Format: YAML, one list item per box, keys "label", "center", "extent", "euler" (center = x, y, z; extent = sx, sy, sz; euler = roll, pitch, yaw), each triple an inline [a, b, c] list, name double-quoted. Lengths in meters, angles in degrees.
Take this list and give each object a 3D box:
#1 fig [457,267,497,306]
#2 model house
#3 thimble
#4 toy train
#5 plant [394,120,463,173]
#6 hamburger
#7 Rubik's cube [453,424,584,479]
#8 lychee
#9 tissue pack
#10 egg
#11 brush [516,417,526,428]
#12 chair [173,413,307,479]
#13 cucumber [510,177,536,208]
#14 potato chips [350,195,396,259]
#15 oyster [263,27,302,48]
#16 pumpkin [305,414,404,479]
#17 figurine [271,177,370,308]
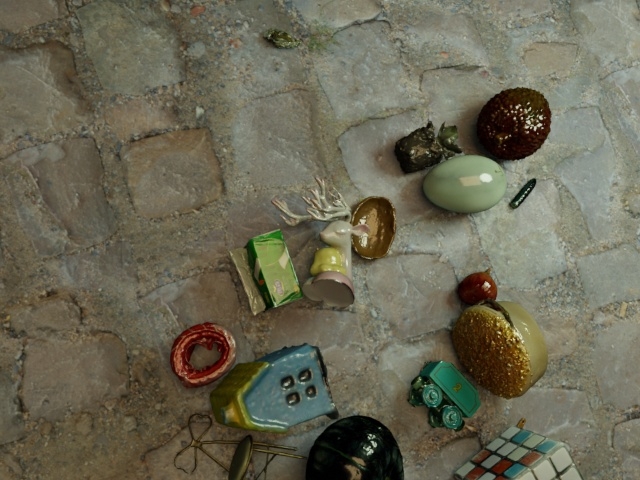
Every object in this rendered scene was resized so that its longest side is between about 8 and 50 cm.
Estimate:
- label: "fig"
  center: [0.502, 0.134, 1.926]
  extent: [0.119, 0.119, 0.153]
  euler: [32, 74, -4]
- label: "model house"
  center: [-0.143, 0.411, 1.653]
  extent: [0.303, 0.237, 0.216]
  euler: [-11, 83, -30]
- label: "thimble"
  center: [-0.324, 0.315, 1.727]
  extent: [0.189, 0.125, 0.163]
  euler: [-35, 85, -15]
- label: "toy train"
  center: [0.369, 0.461, 1.843]
  extent: [0.163, 0.112, 0.203]
  euler: [-43, 92, -21]
- label: "plant"
  center: [0.342, -0.296, 1.962]
  extent: [0.203, 0.131, 0.142]
  euler: [-29, 76, -13]
- label: "hamburger"
  center: [0.518, 0.317, 1.815]
  extent: [0.170, 0.302, 0.302]
  euler: [-15, 83, -21]
- label: "Rubik's cube"
  center: [0.582, 0.717, 1.754]
  extent: [0.256, 0.253, 0.259]
  euler: [-32, 94, -14]
- label: "lychee"
  center: [0.629, -0.380, 1.992]
  extent: [0.236, 0.236, 0.271]
  euler: [41, 58, -2]
- label: "tissue pack"
  center: [-0.163, 0.098, 1.785]
  extent: [0.156, 0.148, 0.209]
  euler: [-18, 84, -15]
- label: "egg"
  center: [0.451, -0.175, 1.938]
  extent: [0.264, 0.183, 0.183]
  euler: [-1, 80, -6]
- label: "brush"
  center: [0.585, 0.617, 1.906]
  extent: [0.043, 0.014, 0.170]
  euler: [40, 74, -3]
- label: "chair"
  center: [-0.217, 0.600, 1.683]
  extent: [0.325, 0.170, 0.160]
  euler: [22, 77, -13]
- label: "cucumber"
  center: [0.680, -0.160, 2.059]
  extent: [0.032, 0.032, 0.133]
  euler: [44, 74, -1]
- label: "potato chips"
  center: [0.160, -0.037, 1.924]
  extent: [0.150, 0.049, 0.202]
  euler: [3, 78, -6]
- label: "oyster"
  center: [-0.126, -0.648, 1.995]
  extent: [0.098, 0.037, 0.100]
  euler: [-31, 66, -33]
- label: "pumpkin"
  center: [0.083, 0.629, 1.681]
  extent: [0.315, 0.238, 0.315]
  euler: [-15, 111, -46]
- label: "figurine"
  center: [0.012, -0.003, 1.775]
  extent: [0.284, 0.206, 0.316]
  euler: [26, 52, -32]
